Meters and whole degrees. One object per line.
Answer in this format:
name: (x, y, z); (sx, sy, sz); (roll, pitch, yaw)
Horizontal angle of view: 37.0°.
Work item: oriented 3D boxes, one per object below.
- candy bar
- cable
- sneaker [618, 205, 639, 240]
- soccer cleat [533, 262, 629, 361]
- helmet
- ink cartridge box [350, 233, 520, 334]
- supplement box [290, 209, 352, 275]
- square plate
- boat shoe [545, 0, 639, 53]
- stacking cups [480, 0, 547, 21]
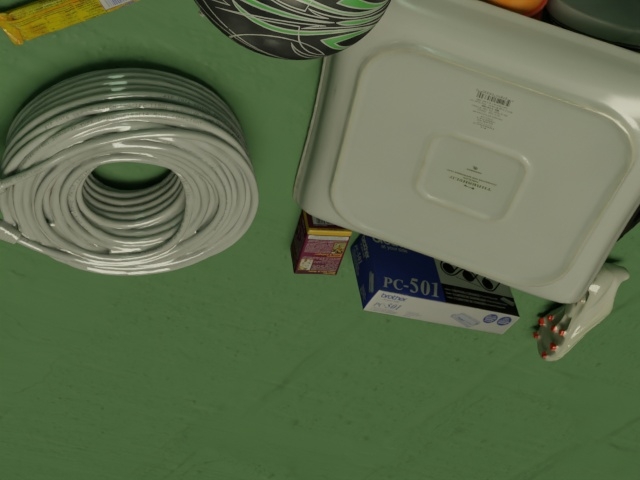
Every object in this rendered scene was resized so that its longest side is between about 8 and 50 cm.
candy bar: (-0.212, -0.211, 0.849); (0.162, 0.018, 0.040); (-18, 144, 8)
cable: (-0.195, -0.062, 0.983); (0.257, 0.089, 0.257); (-30, 138, 22)
sneaker: (0.309, -0.071, 1.082); (0.130, 0.109, 0.286); (-29, 155, 4)
soccer cleat: (0.364, 0.105, 1.338); (0.076, 0.068, 0.196); (1, 137, -19)
helmet: (-0.022, -0.222, 0.754); (0.170, 0.161, 0.169); (4, 134, 5)
ink cartridge box: (0.143, 0.053, 1.194); (0.207, 0.097, 0.046); (11, 136, -26)
supplement box: (0.000, 0.000, 1.139); (0.055, 0.043, 0.083); (2, 139, -16)
square plate: (0.150, -0.078, 0.953); (0.347, 0.049, 0.344); (19, 142, 4)
boat shoe: (0.309, -0.199, 0.946); (0.229, 0.080, 0.076); (2, 139, -27)
stacking cups: (0.152, -0.276, 0.797); (0.096, 0.096, 0.316); (-10, 143, -1)
